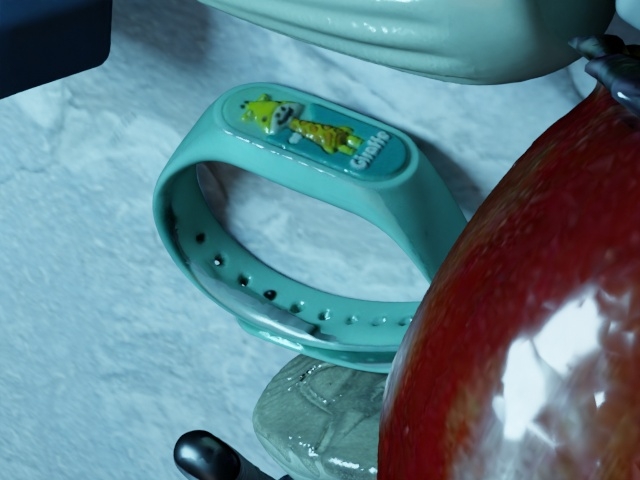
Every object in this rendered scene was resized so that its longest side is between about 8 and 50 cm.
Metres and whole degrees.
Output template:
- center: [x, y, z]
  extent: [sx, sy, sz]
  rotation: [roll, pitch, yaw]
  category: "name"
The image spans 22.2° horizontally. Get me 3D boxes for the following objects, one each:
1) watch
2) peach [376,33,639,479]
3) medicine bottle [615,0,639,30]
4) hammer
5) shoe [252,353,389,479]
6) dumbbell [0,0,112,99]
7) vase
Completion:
- center: [0.000, 0.000, 1.056]
  extent: [0.237, 0.068, 0.195]
  rotation: [20, 138, 20]
  category: "watch"
- center: [0.203, 0.087, 0.754]
  extent: [0.339, 0.353, 0.417]
  rotation: [28, 147, 15]
  category: "peach"
- center: [0.309, -0.059, 0.748]
  extent: [0.351, 0.110, 0.110]
  rotation: [33, 140, 4]
  category: "medicine bottle"
- center: [-0.027, 0.181, 1.092]
  extent: [0.152, 0.044, 0.427]
  rotation: [35, 173, 23]
  category: "hammer"
- center: [0.112, 0.193, 1.109]
  extent: [0.342, 0.132, 0.211]
  rotation: [14, 136, 25]
  category: "shoe"
- center: [-0.184, -0.237, 0.905]
  extent: [0.160, 0.144, 0.325]
  rotation: [25, 139, 15]
  category: "dumbbell"
- center: [0.030, -0.150, 0.856]
  extent: [0.248, 0.128, 0.128]
  rotation: [10, 133, 39]
  category: "vase"
